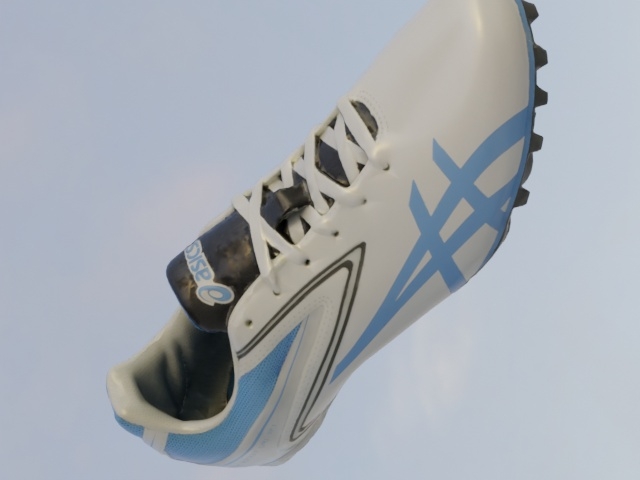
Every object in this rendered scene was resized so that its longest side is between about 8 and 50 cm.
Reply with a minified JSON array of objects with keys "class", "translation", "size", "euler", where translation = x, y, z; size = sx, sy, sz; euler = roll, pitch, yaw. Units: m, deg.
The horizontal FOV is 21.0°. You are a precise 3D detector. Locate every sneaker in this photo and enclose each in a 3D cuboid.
[{"class":"sneaker","translation":[0.000,0.000,0.642],"size":[0.086,0.237,0.085],"euler":[10,-142,-38]}]
